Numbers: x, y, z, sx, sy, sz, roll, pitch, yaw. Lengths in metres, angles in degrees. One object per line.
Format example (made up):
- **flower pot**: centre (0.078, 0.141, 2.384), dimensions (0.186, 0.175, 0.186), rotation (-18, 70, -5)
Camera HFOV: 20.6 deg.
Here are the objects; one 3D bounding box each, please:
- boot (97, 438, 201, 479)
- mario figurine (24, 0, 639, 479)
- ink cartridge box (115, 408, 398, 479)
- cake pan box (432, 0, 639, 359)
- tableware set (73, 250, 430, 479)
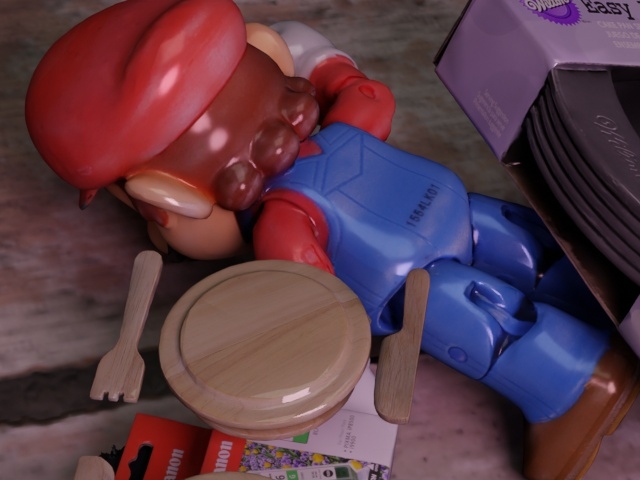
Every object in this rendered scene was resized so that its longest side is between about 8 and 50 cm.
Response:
- **boot**: centre (-0.042, 0.128, 0.758), dimensions (0.121, 0.045, 0.099), rotation (-12, 45, -23)
- **mario figurine**: centre (0.000, 0.000, 0.858), dimensions (0.320, 0.170, 0.198), rotation (30, 12, 3)
- **ink cartridge box**: centre (-0.028, 0.095, 0.740), dimensions (0.115, 0.029, 0.063), rotation (10, 42, 3)
- **cake pan box**: centre (0.211, -0.023, 0.829), dimensions (0.266, 0.070, 0.246), rotation (-1, 44, -33)
- **tableware set**: centre (-0.030, 0.090, 0.695), dimensions (0.128, 0.039, 0.194), rotation (4, 49, 8)
